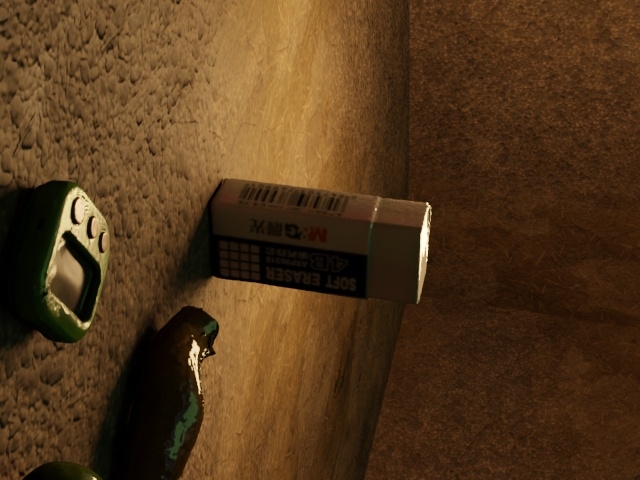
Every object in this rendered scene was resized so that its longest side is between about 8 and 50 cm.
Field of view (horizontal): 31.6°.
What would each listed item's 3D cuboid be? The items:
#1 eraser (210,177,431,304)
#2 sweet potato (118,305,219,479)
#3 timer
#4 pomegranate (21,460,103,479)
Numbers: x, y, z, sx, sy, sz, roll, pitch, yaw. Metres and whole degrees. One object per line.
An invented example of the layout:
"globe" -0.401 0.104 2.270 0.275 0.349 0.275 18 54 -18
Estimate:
"eraser" 0.000 0.000 1.530 0.086 0.287 0.130 -70 164 -53
"sweet potato" -0.177 0.215 1.308 0.112 0.085 0.286 67 33 -77
"timer" -0.231 0.020 1.005 0.140 0.047 0.128 71 27 -66
"pomegranate" -0.214 0.260 0.998 0.122 0.161 0.122 -164 -90 -75
